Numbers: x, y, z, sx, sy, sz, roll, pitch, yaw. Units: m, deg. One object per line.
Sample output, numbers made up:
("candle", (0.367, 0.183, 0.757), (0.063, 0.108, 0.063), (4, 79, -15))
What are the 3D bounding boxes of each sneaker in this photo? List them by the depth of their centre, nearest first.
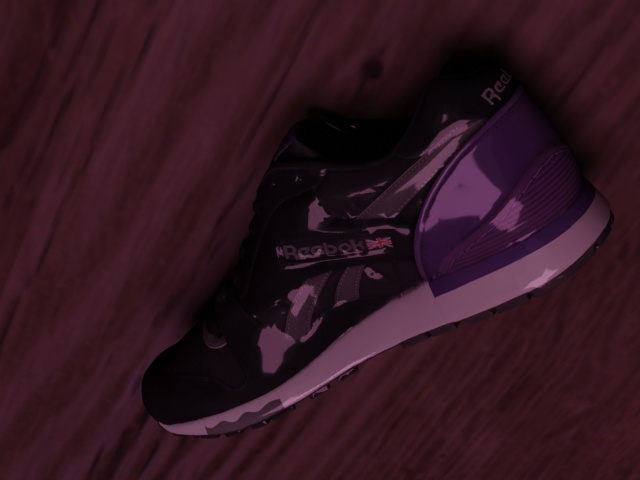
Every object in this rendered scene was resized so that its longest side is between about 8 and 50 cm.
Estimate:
("sneaker", (0.000, 0.000, 0.673), (0.283, 0.107, 0.124), (-29, 105, 26))
